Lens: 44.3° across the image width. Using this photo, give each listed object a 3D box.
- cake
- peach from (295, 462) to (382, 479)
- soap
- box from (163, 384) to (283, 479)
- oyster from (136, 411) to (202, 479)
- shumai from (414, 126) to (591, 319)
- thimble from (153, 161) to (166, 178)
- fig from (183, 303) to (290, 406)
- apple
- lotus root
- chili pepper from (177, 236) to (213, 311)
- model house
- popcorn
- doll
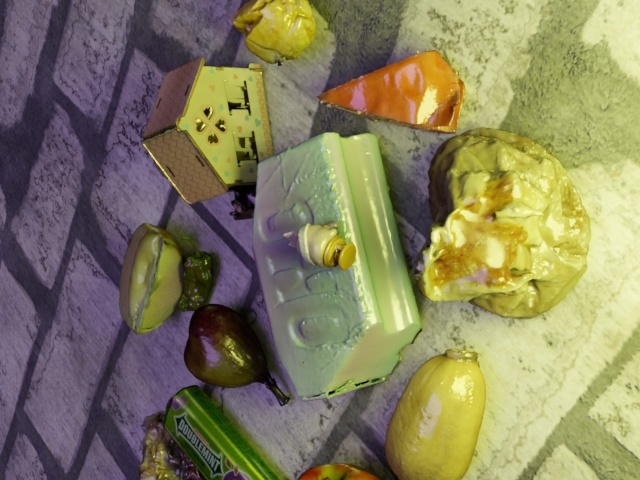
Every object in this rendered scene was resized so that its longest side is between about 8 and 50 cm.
[{"bbox_3d":[0.118,-0.252,1.338,0.287,0.098,0.135,8,102,38],"label":"cake"},{"bbox_3d":[0.048,0.547,1.404,0.245,0.248,0.274,-7,99,21],"label":"peach"},{"bbox_3d":[0.018,0.053,1.427,0.261,0.156,0.446,-17,84,42],"label":"soap"},{"bbox_3d":[-0.218,0.477,1.738,0.345,0.097,0.134,40,121,32],"label":"box"},{"bbox_3d":[-0.375,0.587,1.882,0.201,0.107,0.354,-47,55,31],"label":"oyster"},{"bbox_3d":[0.217,-0.027,1.160,0.267,0.262,0.314,-40,67,38],"label":"shumai"},{"bbox_3d":[-0.323,-0.180,1.765,0.110,0.084,0.062,53,129,9],"label":"thimble"},{"bbox_3d":[-0.175,0.257,1.658,0.274,0.145,0.170,35,120,20],"label":"fig"},{"bbox_3d":[-0.395,0.076,1.846,0.193,0.120,0.265,42,120,47],"label":"apple"},{"bbox_3d":[0.191,0.316,1.312,0.146,0.131,0.303,32,116,38],"label":"lotus root"},{"bbox_3d":[-0.273,0.075,1.759,0.072,0.073,0.204,29,127,18],"label":"chili pepper"},{"bbox_3d":[-0.227,-0.198,1.567,0.169,0.244,0.326,-8,91,41],"label":"model house"},{"bbox_3d":[-0.081,-0.404,1.472,0.167,0.148,0.152,-3,71,33],"label":"popcorn"},{"bbox_3d":[0.000,0.000,1.294,0.127,0.073,0.084,20,75,32],"label":"doll"}]
